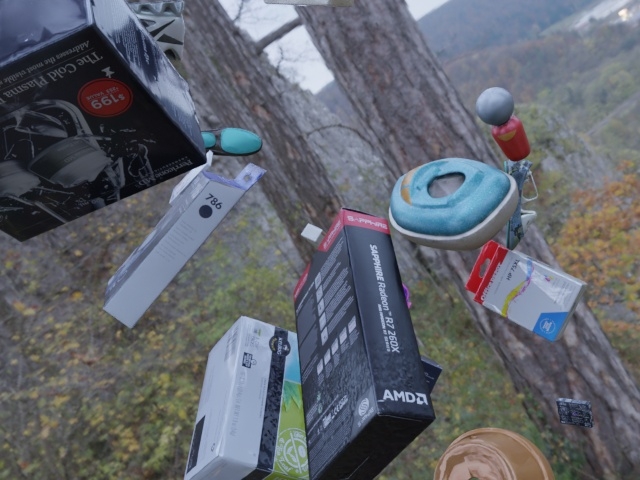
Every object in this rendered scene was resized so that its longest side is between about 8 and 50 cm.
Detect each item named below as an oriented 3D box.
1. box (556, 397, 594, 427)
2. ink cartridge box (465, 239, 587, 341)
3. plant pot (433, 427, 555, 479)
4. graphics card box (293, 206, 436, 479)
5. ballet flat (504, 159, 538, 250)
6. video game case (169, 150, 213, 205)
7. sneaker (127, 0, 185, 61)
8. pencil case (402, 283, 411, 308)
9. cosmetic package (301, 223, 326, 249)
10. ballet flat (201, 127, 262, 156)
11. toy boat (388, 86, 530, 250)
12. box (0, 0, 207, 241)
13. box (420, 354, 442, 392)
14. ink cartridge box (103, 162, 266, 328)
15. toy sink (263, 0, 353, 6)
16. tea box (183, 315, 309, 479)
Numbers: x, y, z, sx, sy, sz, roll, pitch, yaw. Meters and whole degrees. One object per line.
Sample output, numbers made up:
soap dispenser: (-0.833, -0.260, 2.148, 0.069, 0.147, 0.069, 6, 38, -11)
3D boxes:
box: (0.658, 0.445, 1.599, 0.083, 0.067, 0.018, -6, 13, 44)
ink cartridge box: (0.420, 0.099, 1.309, 0.078, 0.231, 0.134, 3, -68, -58)
plant pot: (0.402, 0.594, 1.496, 0.291, 0.290, 0.203, -33, -33, 15)
graphics card box: (0.047, 0.159, 0.955, 0.371, 0.094, 0.232, -97, 28, -45)
ballet flat: (0.404, -0.071, 1.243, 0.070, 0.188, 0.070, -4, 11, 1)
video game case: (-0.274, -0.133, 1.313, 0.122, 0.011, 0.087, -43, 23, 15)
sneaker: (-0.402, -0.395, 1.227, 0.122, 0.146, 0.331, 15, 27, 42)
pencil case: (0.163, 0.163, 1.648, 0.104, 0.104, 0.236, -38, -3, -13)
cosmetic package: (0.000, 0.000, 1.789, 0.060, 0.115, 0.041, 26, 80, 35)
ballet flat: (-0.329, -0.318, 2.013, 0.281, 0.095, 0.096, 3, -5, -6)
toy boat: (0.254, -0.127, 1.107, 0.318, 0.148, 0.267, -47, 29, -17)
box: (-0.391, -0.190, 0.882, 0.343, 0.179, 0.312, -22, -27, 7)
box: (0.282, 0.439, 1.992, 0.158, 0.156, 0.093, -65, 7, 3)
ink cartridge box: (-0.232, -0.018, 1.038, 0.332, 0.065, 0.165, -49, 19, -3)
toy sink: (-0.030, -0.727, 1.709, 0.234, 0.152, 0.131, 15, 23, 34)
tea box: (-0.094, 0.397, 1.386, 0.220, 0.324, 0.329, -47, 29, 43)
